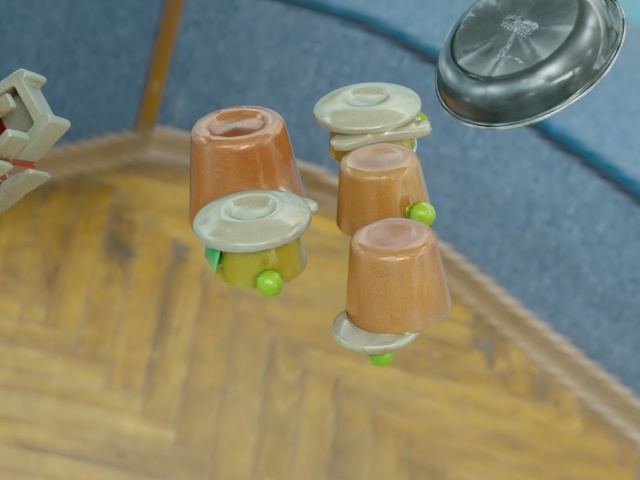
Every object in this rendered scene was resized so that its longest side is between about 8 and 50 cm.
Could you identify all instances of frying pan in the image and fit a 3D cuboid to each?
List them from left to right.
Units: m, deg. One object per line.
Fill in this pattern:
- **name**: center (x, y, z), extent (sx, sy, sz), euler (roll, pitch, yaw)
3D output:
- **frying pan**: center (0.251, -0.218, 1.899), extent (0.326, 0.053, 0.197), euler (-29, 41, 8)

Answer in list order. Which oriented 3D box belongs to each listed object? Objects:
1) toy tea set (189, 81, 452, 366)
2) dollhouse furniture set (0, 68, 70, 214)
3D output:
- **toy tea set**: center (0.000, 0.000, 1.496), extent (0.200, 0.124, 0.336), euler (-7, 28, -1)
- **dollhouse furniture set**: center (-0.415, -0.139, 2.282), extent (0.262, 0.135, 0.259), euler (60, 19, 19)
